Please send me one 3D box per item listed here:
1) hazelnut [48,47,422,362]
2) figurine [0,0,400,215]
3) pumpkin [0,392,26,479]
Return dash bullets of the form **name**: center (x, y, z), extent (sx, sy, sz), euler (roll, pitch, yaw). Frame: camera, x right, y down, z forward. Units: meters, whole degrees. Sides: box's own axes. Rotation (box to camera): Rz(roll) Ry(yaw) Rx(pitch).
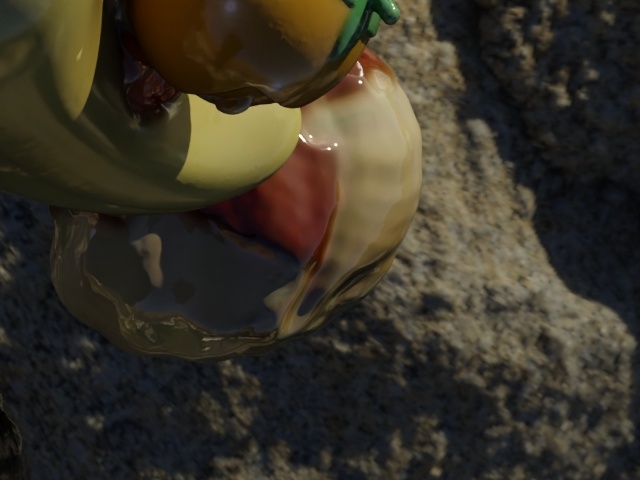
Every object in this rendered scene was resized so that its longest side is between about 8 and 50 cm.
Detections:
- **hazelnut**: center (-0.063, -0.039, 0.869), extent (0.261, 0.241, 0.261), euler (-32, 155, -17)
- **figurine**: center (-0.080, -0.094, 0.554), extent (0.324, 0.222, 0.124), euler (23, 50, -63)
- **pumpkin**: center (-0.268, 0.130, 0.575), extent (0.248, 0.248, 0.248), euler (-7, 107, -24)
